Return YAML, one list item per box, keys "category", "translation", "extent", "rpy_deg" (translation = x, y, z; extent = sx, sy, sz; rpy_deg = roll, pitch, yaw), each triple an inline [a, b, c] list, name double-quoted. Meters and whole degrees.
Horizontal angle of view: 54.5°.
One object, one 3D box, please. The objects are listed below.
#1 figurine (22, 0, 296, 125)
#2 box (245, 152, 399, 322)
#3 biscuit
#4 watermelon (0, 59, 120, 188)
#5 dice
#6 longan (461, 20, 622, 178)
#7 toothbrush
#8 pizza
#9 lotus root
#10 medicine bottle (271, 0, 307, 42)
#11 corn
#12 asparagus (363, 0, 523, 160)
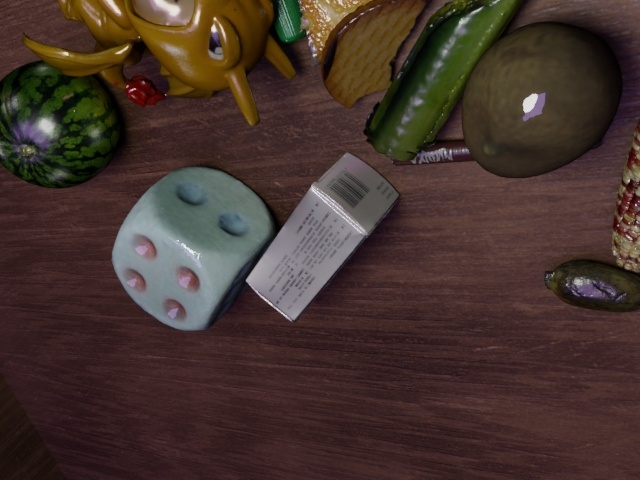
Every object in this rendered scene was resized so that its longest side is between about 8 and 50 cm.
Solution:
- category: "figurine"
  translation: [-0.259, -0.371, 1.123]
  extent: [0.386, 0.401, 0.268]
  rpy_deg: [13, 87, 25]
- category: "box"
  translation: [-0.001, 0.002, 1.275]
  extent: [0.145, 0.173, 0.333]
  rpy_deg: [40, 131, 4]
- category: "biscuit"
  translation: [0.091, -0.324, 1.049]
  extent: [0.228, 0.031, 0.176]
  rpy_deg: [-32, 145, 24]
- category: "watermelon"
  translation: [-0.597, -0.260, 1.395]
  extent: [0.285, 0.285, 0.285]
  rpy_deg: [15, 126, 22]
- category: "dice"
  translation: [-0.275, 0.017, 1.386]
  extent: [0.262, 0.265, 0.268]
  rpy_deg: [35, 130, 6]
- category: "longan"
  translation: [0.317, -0.200, 0.916]
  extent: [0.215, 0.245, 0.246]
  rpy_deg: [49, 138, 32]
- category: "toothbrush"
  translation: [0.292, -0.161, 1.085]
  extent: [0.363, 0.041, 0.041]
  rpy_deg: [0, 119, 30]
- category: "pizza"
  translation: [0.065, -0.437, 1.014]
  extent: [0.251, 0.074, 0.288]
  rpy_deg: [6, 124, 28]
- category: "lotus root"
  translation: [0.488, 0.083, 1.100]
  extent: [0.179, 0.080, 0.089]
  rpy_deg: [11, 126, 25]
- category: "medicine bottle"
  translation: [-0.098, -0.495, 1.068]
  extent: [0.111, 0.076, 0.309]
  rpy_deg: [-3, 119, 34]
- category: "corn"
  translation: [0.520, -0.078, 0.970]
  extent: [0.098, 0.098, 0.290]
  rpy_deg: [13, 129, 23]
- category: "asparagus"
  translation: [0.201, -0.293, 1.007]
  extent: [0.128, 0.108, 0.382]
  rpy_deg: [57, 136, 28]
